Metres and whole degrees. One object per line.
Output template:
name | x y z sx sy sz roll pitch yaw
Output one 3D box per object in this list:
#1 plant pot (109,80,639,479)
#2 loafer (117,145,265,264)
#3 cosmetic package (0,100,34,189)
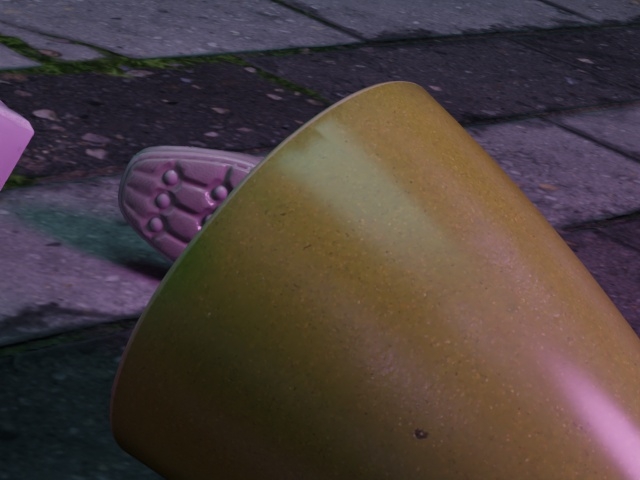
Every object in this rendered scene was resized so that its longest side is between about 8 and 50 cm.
plant pot | 0.082 0.105 1.064 0.293 0.274 0.275 39 29 20
loafer | 0.000 0.000 1.476 0.319 0.112 0.111 20 15 -1
cosmetic package | -0.324 -0.040 1.161 0.138 0.224 0.225 27 7 -39
